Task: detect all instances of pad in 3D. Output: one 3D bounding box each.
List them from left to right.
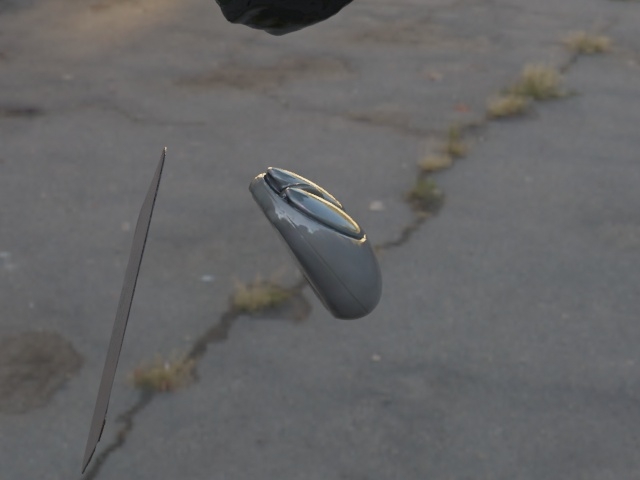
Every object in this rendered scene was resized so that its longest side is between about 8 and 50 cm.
[{"bbox_3d":[-0.172,0.062,1.122,0.004,0.181,0.267,15,66,-11],"label":"pad"}]

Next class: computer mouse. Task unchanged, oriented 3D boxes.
[{"bbox_3d":[0.002,-0.001,0.655,0.039,0.096,0.066,-34,36,-3],"label":"computer mouse"}]

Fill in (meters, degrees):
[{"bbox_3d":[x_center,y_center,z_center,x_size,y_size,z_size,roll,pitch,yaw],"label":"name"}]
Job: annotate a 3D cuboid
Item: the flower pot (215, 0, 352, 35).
[{"bbox_3d":[0.019,-0.293,0.716,0.299,0.283,0.299,22,50,-28],"label":"flower pot"}]
